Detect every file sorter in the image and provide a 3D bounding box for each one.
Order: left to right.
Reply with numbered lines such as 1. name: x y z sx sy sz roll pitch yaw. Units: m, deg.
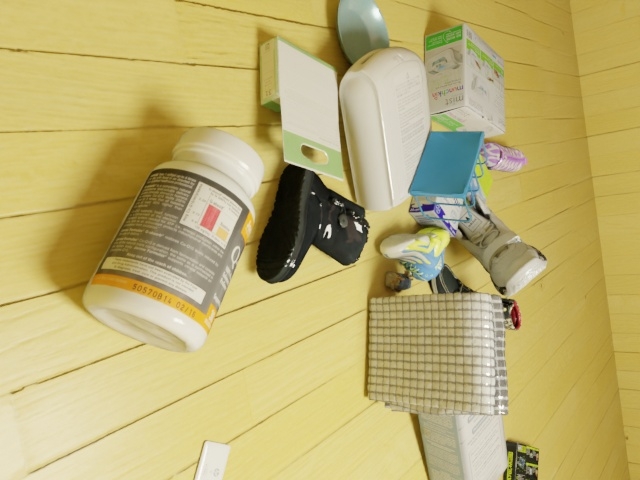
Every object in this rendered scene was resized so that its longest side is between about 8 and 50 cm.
1. file sorter: 0.282 -0.138 1.182 0.104 0.118 0.170 54 51 -49

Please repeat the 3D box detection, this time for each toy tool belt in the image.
1. toy tool belt: 0.188 0.094 1.252 0.083 0.051 0.052 15 74 -49

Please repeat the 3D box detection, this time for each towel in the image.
1. towel: 0.233 0.229 1.111 0.121 0.284 0.235 14 72 -44

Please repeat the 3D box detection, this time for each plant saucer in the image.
1. plant saucer: 0.085 -0.448 1.203 0.195 0.037 0.195 7 80 -49

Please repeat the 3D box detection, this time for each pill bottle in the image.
1. pill bottle: -0.182 -0.005 0.738 0.162 0.162 0.278 43 55 -39

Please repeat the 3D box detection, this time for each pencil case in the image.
1. pencil case: 0.570 -0.260 1.720 0.206 0.088 0.086 -5 92 -51

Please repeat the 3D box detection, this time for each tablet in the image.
1. tablet: -0.167 0.352 0.836 0.054 0.006 0.083 34 62 -43

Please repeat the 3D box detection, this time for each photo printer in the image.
1. photo printer: 0.148 -0.248 1.167 0.256 0.107 0.307 -39 125 -47

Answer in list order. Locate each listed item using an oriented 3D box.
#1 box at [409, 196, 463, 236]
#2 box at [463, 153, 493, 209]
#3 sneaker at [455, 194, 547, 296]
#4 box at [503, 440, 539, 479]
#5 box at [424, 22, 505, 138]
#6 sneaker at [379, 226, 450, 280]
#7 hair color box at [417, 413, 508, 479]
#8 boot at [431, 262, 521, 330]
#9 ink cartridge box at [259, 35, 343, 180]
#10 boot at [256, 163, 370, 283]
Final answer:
1. box: 0.297 -0.094 1.387 0.126 0.072 0.137 42 55 -40
2. box: 0.447 -0.152 1.595 0.109 0.042 0.178 53 49 -31
3. sneaker: 0.424 0.007 1.380 0.210 0.137 0.366 44 12 -1
4. box: 0.625 0.731 1.709 0.191 0.045 0.184 29 62 -44
5. box: 0.405 -0.424 1.511 0.262 0.127 0.231 10 79 -49
6. sneaker: 0.228 0.044 1.278 0.240 0.091 0.126 -11 103 -43
7. hair color box: 0.333 0.424 1.289 0.185 0.114 0.374 -30 116 -39
8. boot: 0.395 0.142 1.392 0.236 0.179 0.085 57 50 -31
9. ink cartridge box: -0.033 -0.233 1.011 0.171 0.056 0.235 11 74 -49
10. boot: 0.000 0.000 1.004 0.207 0.094 0.246 36 53 -38
